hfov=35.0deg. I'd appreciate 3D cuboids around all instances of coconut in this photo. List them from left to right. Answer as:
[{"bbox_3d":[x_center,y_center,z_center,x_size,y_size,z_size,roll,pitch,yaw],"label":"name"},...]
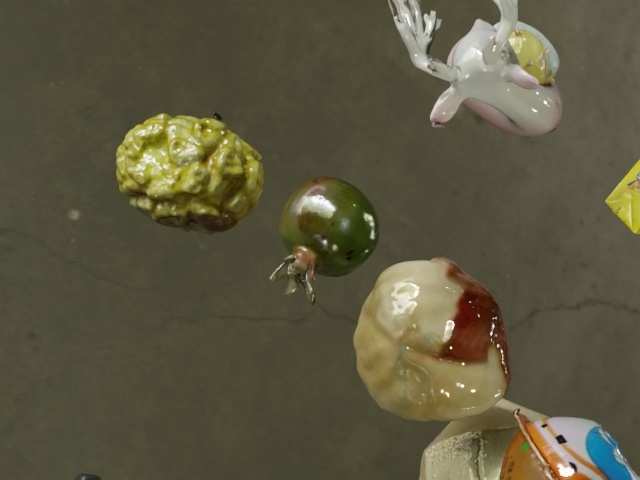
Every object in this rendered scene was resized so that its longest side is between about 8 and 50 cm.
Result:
[{"bbox_3d":[0.324,0.436,1.730,0.353,0.353,0.352,-1,92,-40],"label":"coconut"}]

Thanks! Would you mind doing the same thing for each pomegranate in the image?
[{"bbox_3d":[0.000,0.000,1.742,0.181,0.181,0.224,53,52,-28],"label":"pomegranate"}]

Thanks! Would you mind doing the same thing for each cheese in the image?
[{"bbox_3d":[0.295,0.277,1.140,0.129,0.217,0.329,-41,160,10],"label":"cheese"}]

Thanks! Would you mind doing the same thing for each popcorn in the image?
[{"bbox_3d":[-0.185,-0.098,1.457,0.189,0.218,0.169,19,84,-75],"label":"popcorn"}]

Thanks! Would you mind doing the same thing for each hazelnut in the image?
[{"bbox_3d":[0.173,0.159,1.572,0.241,0.261,0.261,-35,116,-63],"label":"hazelnut"}]

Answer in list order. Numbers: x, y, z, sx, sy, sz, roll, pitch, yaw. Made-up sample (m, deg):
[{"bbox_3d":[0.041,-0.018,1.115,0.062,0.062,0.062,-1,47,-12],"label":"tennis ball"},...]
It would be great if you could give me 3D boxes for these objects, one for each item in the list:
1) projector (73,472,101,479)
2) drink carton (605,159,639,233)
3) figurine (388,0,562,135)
[{"bbox_3d":[-0.097,0.397,1.071,0.395,0.405,0.242,3,68,1],"label":"projector"},{"bbox_3d":[0.733,-0.164,1.978,0.155,0.111,0.351,9,127,-38],"label":"drink carton"},{"bbox_3d":[0.194,-0.267,1.305,0.316,0.206,0.284,-2,75,-74],"label":"figurine"}]
